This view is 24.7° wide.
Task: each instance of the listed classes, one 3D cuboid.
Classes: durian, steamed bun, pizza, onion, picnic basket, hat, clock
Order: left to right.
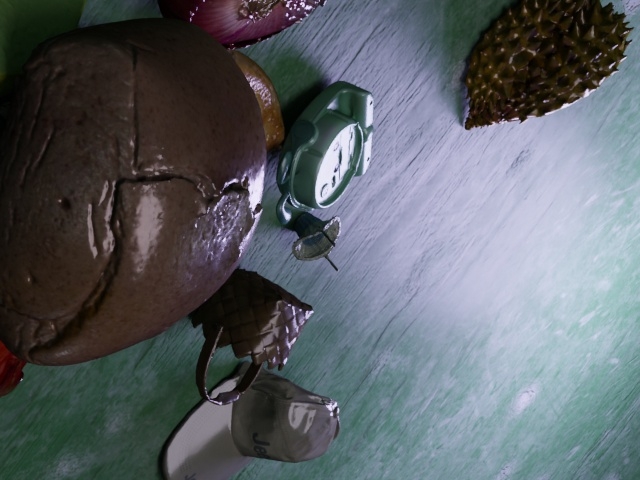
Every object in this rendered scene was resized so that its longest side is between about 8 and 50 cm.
[{"bbox_3d":[-0.158,-0.037,1.295,0.251,0.199,0.301,-42,143,-70],"label":"steamed bun"},{"bbox_3d":[-0.112,-0.141,1.783,0.161,0.062,0.182,-60,150,-2],"label":"pizza"},{"bbox_3d":[-0.109,0.135,1.945,0.128,0.138,0.178,11,105,-53],"label":"picnic basket"},{"bbox_3d":[-0.075,-0.314,1.582,0.248,0.161,0.248,-14,153,-7],"label":"onion"},{"bbox_3d":[-0.093,0.306,2.124,0.245,0.149,0.214,-54,146,-18],"label":"hat"},{"bbox_3d":[0.000,0.000,2.005,0.083,0.083,0.065,-33,146,-22],"label":"picnic basket"},{"bbox_3d":[0.000,-0.105,1.895,0.188,0.060,0.148,-48,153,-36],"label":"clock"},{"bbox_3d":[0.341,-0.269,2.112,0.260,0.186,0.154,-56,153,-18],"label":"durian"}]

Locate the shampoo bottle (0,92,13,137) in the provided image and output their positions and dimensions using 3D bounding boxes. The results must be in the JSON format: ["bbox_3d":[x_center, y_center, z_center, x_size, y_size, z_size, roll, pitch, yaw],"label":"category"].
[{"bbox_3d":[-0.253,-0.142,1.460,0.071,0.098,0.309,-40,-179,22],"label":"shampoo bottle"}]

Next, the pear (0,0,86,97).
[{"bbox_3d":[-0.331,-0.258,1.321,0.159,0.292,0.292,-20,161,33],"label":"pear"}]

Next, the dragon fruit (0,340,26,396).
[{"bbox_3d":[-0.384,0.030,1.433,0.342,0.277,0.277,-52,147,-26],"label":"dragon fruit"}]
